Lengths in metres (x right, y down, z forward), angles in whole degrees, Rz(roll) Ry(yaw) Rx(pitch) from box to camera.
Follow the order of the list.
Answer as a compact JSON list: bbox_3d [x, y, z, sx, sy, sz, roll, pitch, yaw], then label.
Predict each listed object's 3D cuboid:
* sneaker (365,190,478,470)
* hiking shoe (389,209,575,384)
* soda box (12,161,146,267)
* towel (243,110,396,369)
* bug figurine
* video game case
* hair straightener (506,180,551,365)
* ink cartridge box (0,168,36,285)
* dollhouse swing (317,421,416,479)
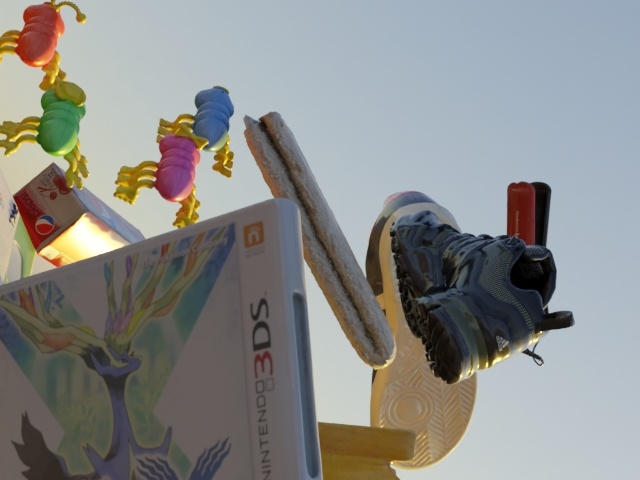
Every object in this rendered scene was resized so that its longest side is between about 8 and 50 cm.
[{"bbox_3d":[0.116,0.102,1.732,0.148,0.131,0.350,-111,-158,-66],"label":"sneaker"},{"bbox_3d":[0.121,0.035,1.097,0.227,0.114,0.086,-107,-174,-65],"label":"hiking shoe"},{"bbox_3d":[-0.290,0.001,1.820,0.092,0.083,0.263,51,1,26],"label":"soda box"},{"bbox_3d":[0.000,0.000,1.455,0.282,0.049,0.187,63,3,1],"label":"towel"},{"bbox_3d":[-0.188,-0.123,1.365,0.279,0.072,0.216,24,37,-23],"label":"bug figurine"},{"bbox_3d":[-0.146,0.147,1.165,0.036,0.329,0.300,21,58,-53],"label":"video game case"},{"bbox_3d":[0.272,0.040,1.780,0.047,0.089,0.230,-2,-88,40],"label":"hair straightener"},{"bbox_3d":[-0.376,-0.036,1.409,0.189,0.097,0.255,-98,172,-61],"label":"ink cartridge box"},{"bbox_3d":[-0.074,0.350,1.385,0.305,0.315,0.346,101,-6,-80],"label":"dollhouse swing"}]
